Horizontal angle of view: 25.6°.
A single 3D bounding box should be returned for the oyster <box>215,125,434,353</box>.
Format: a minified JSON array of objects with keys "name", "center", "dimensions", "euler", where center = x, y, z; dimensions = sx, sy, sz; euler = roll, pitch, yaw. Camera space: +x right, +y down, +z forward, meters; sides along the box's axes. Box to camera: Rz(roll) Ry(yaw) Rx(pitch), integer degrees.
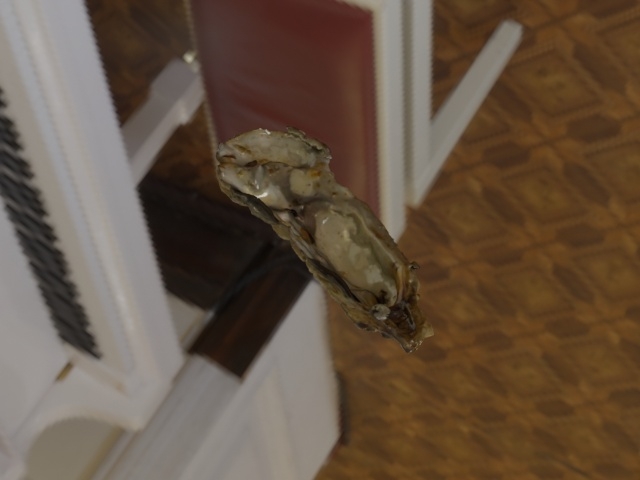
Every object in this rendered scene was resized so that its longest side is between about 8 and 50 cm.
[{"name":"oyster","center":[0.002,-0.001,1.393],"dimensions":[0.345,0.129,0.078],"euler":[50,135,36]}]
